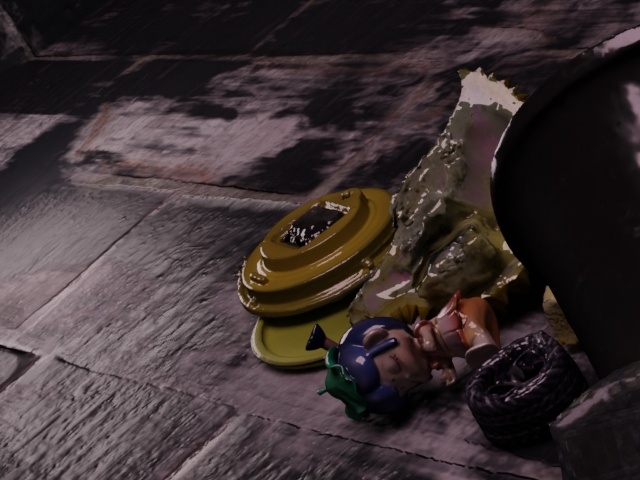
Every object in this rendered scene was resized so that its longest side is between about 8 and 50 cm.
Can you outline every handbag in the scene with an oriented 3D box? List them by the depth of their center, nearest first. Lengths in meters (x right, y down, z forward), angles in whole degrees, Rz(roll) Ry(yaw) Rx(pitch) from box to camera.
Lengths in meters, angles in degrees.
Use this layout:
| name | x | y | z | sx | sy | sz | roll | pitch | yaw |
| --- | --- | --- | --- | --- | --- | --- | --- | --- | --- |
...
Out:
| name | x | y | z | sx | sy | sz | roll | pitch | yaw |
| --- | --- | --- | --- | --- | --- | --- | --- | --- | --- |
| handbag | 0.268 | 0.199 | 1.350 | 0.175 | 0.270 | 0.088 | -19 | -16 | 32 |

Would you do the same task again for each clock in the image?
| name | x | y | z | sx | sy | sz | roll | pitch | yaw |
| --- | --- | --- | --- | --- | --- | --- | --- | --- | --- |
| clock | 0.000 | 0.000 | 2.174 | 0.237 | 0.057 | 0.237 | -25 | 24 | 12 |

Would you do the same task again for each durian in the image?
| name | x | y | z | sx | sy | sz | roll | pitch | yaw |
| --- | --- | --- | --- | --- | --- | --- | --- | --- | --- |
| durian | 0.153 | -0.016 | 1.940 | 0.306 | 0.166 | 0.172 | -56 | 22 | -6 |

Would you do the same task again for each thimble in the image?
| name | x | y | z | sx | sy | sz | roll | pitch | yaw |
| --- | --- | --- | --- | --- | --- | --- | --- | --- | --- |
| thimble | 0.189 | 0.139 | 1.720 | 0.104 | 0.066 | 0.095 | -37 | 23 | -10 |

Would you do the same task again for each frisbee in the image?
| name | x | y | z | sx | sy | sz | roll | pitch | yaw |
| --- | --- | --- | --- | --- | --- | --- | --- | --- | --- |
| frisbee | 0.029 | 0.068 | 2.098 | 0.236 | 0.017 | 0.236 | -24 | 24 | 11 |

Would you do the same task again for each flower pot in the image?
| name | x | y | z | sx | sy | sz | roll | pitch | yaw |
| --- | --- | --- | --- | --- | --- | --- | --- | --- | --- |
| flower pot | 0.332 | 0.031 | 1.523 | 0.379 | 0.379 | 0.251 | -21 | 48 | 20 |

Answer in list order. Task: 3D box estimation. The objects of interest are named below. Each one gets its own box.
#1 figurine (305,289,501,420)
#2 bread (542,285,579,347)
| name | x | y | z | sx | sy | sz | roll | pitch | yaw |
| --- | --- | --- | --- | --- | --- | --- | --- | --- | --- |
| figurine | 0.089 | 0.116 | 1.853 | 0.195 | 0.111 | 0.102 | -19 | 43 | 15 |
| bread | 0.294 | 0.020 | 1.831 | 0.125 | 0.068 | 0.188 | -15 | 28 | 30 |
